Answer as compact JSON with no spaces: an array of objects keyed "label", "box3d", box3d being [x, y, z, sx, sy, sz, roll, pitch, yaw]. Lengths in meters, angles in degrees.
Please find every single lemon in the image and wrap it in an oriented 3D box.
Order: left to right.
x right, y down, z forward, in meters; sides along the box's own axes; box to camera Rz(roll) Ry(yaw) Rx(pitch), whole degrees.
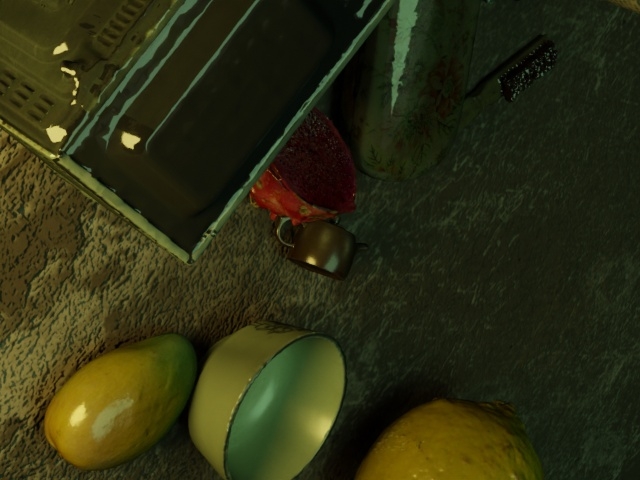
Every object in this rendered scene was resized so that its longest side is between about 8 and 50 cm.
[{"label":"lemon","box3d":[0.173,0.341,1.834,0.310,0.253,0.253,-50,137,-14]}]

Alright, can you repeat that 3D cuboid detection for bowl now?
[{"label":"bowl","box3d":[-0.075,0.178,1.585,0.211,0.112,0.211,-33,137,-36]}]

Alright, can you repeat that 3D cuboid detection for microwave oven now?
[{"label":"microwave oven","box3d":[-0.135,-0.210,1.203,0.355,0.286,0.218,-52,137,-5]}]

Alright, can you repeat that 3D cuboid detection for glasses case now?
[{"label":"glasses case","box3d":[0.110,-0.271,1.551,0.156,0.098,0.426,-11,118,-37]}]

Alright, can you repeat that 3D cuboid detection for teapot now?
[{"label":"teapot","box3d":[0.000,0.000,1.610,0.121,0.076,0.068,24,82,-19]}]

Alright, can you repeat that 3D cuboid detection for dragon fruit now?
[{"label":"dragon fruit","box3d":[-0.047,-0.072,1.509,0.111,0.153,0.153,-34,152,33]}]

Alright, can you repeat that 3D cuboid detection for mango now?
[{"label":"mango","box3d":[-0.208,0.170,1.479,0.194,0.091,0.130,-45,135,-32]}]

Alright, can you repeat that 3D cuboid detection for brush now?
[{"label":"brush","box3d":[0.218,-0.185,1.756,0.248,0.036,0.043,-37,129,-26]}]

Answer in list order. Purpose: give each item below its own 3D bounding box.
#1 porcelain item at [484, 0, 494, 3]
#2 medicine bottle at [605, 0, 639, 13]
[{"label":"porcelain item","box3d":[0.225,-0.323,1.698,0.075,0.021,0.136,-56,139,-8]},{"label":"medicine bottle","box3d":[0.352,-0.356,1.641,0.139,0.237,0.139,-23,130,-31]}]
